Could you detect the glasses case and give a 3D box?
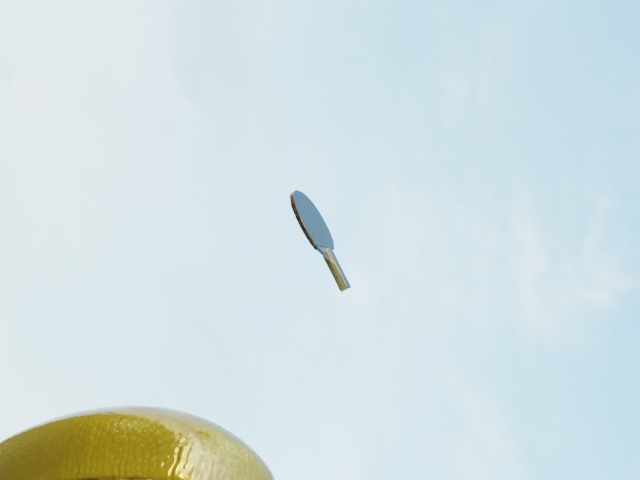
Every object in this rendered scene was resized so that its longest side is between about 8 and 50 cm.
[{"bbox_3d":[-0.194,0.231,1.042,0.371,0.173,0.141,-29,-135,43],"label":"glasses case"}]

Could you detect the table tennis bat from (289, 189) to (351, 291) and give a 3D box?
[{"bbox_3d":[0.000,0.000,0.942,0.007,0.050,0.083,-30,-101,17],"label":"table tennis bat"}]
